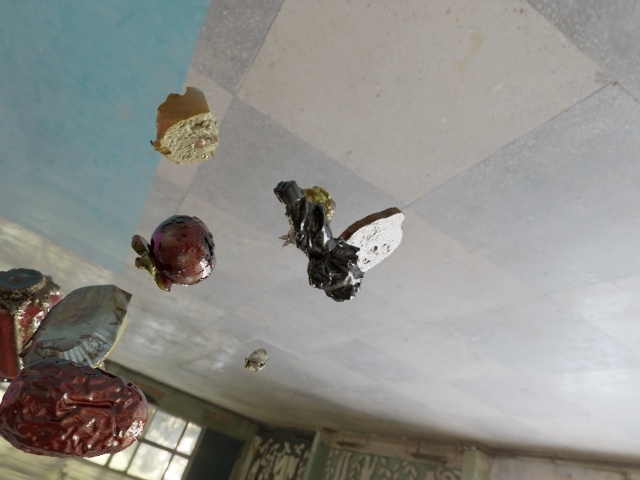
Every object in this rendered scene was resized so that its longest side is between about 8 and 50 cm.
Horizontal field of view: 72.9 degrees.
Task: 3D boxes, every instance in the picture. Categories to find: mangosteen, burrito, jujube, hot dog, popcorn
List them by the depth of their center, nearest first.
[{"bbox_3d":[-0.320,0.224,0.573,0.176,0.112,0.109,25,179,-22],"label":"jujube"},{"bbox_3d":[-0.456,0.167,0.837,0.163,0.270,0.081,-10,111,-10],"label":"hot dog"},{"bbox_3d":[-0.326,0.030,0.976,0.180,0.166,0.166,-20,147,-7],"label":"mangosteen"},{"bbox_3d":[-0.209,0.393,1.425,0.058,0.063,0.229,63,174,8],"label":"burrito"},{"bbox_3d":[-0.037,-0.094,1.621,0.170,0.217,0.189,23,170,5],"label":"popcorn"}]

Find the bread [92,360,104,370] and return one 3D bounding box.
[{"bbox_3d":[-0.726,0.450,1.284,0.184,0.234,0.111,-6,-178,31],"label":"bread"}]

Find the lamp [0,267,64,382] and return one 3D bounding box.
[{"bbox_3d":[-0.692,0.201,1.010,0.177,0.177,0.273,15,114,11],"label":"lamp"}]

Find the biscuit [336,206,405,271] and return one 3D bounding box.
[{"bbox_3d":[0.134,0.014,1.331,0.049,0.273,0.257,53,164,32],"label":"biscuit"}]

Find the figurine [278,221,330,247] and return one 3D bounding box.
[{"bbox_3d":[-0.038,-0.014,1.196,0.098,0.081,0.146,1,166,-38],"label":"figurine"}]

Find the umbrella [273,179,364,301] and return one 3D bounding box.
[{"bbox_3d":[0.011,-0.004,1.070,0.128,0.154,0.336,16,129,62],"label":"umbrella"}]

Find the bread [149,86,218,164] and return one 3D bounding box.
[{"bbox_3d":[-0.441,-0.364,1.388,0.211,0.224,0.183,-17,138,-5],"label":"bread"}]
